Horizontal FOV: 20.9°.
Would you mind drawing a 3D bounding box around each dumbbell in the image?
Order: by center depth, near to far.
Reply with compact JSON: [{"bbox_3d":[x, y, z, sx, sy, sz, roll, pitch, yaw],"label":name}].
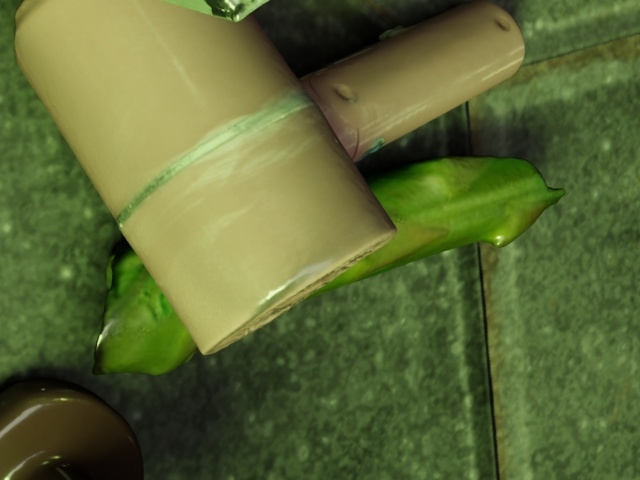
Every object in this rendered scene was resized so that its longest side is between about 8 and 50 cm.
[{"bbox_3d":[-0.122,0.174,0.960,0.140,0.225,0.124,-41,125,-14],"label":"dumbbell"}]

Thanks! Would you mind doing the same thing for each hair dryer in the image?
[{"bbox_3d":[0.002,-0.095,1.022,0.352,0.125,0.210,-29,84,-46],"label":"hair dryer"}]

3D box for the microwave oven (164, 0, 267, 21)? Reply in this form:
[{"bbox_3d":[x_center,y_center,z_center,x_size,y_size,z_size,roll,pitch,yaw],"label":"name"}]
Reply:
[{"bbox_3d":[-0.122,-0.238,0.795,0.181,0.295,0.237,-50,124,-9],"label":"microwave oven"}]

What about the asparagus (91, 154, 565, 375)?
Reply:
[{"bbox_3d":[0.000,0.002,1.076,0.343,0.085,0.082,-20,118,-27],"label":"asparagus"}]
